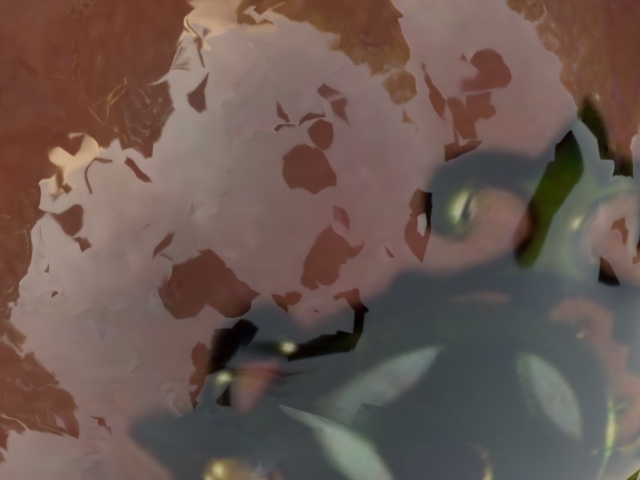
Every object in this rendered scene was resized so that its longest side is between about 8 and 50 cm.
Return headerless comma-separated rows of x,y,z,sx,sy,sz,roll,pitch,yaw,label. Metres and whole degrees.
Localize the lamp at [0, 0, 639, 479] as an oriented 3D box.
0.000,0.000,0.556,0.305,0.239,0.305,-12,122,-20,lamp
